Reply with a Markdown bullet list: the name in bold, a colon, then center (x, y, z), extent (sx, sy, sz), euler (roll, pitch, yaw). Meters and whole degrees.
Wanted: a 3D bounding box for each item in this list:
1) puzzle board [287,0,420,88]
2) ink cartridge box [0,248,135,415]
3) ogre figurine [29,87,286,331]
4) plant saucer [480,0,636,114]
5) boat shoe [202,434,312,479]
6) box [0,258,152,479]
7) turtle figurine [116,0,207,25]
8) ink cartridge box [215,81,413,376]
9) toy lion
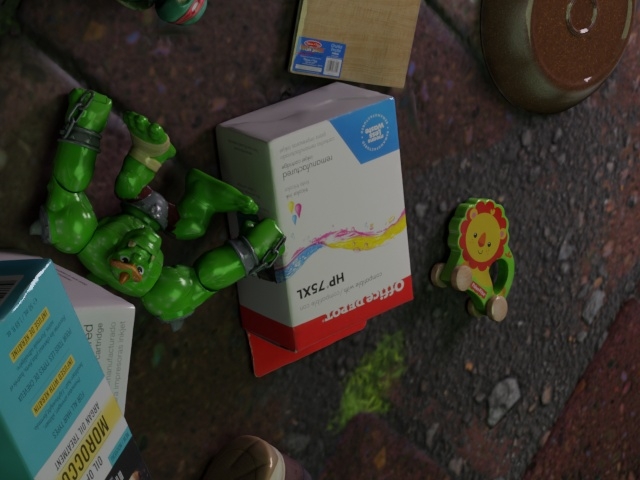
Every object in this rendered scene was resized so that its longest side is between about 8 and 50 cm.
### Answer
- **puzzle board**: center (0.029, -0.182, 1.397), extent (0.128, 0.011, 0.096), euler (3, 102, -40)
- **ink cartridge box**: center (-0.273, 0.107, 1.126), extent (0.233, 0.168, 0.171), euler (-2, 105, -39)
- **ogre figurine**: center (-0.129, -0.014, 1.257), extent (0.197, 0.097, 0.118), euler (40, 78, -38)
- **plant saucer**: center (0.231, -0.211, 1.539), extent (0.198, 0.036, 0.198), euler (-12, 111, -36)
- **boat shoe**: center (-0.083, 0.308, 1.393), extent (0.092, 0.103, 0.285), euler (28, 79, -36)
- **box**: center (-0.169, 0.138, 1.042), extent (0.100, 0.060, 0.244), euler (-59, 138, -47)
- **turtle figurine**: center (-0.132, -0.223, 1.168), extent (0.118, 0.175, 0.234), euler (-37, 120, 22)
- **ink cartridge box**: center (0.000, 0.000, 1.382), extent (0.134, 0.078, 0.231), euler (-23, 117, -33)
- **toy lion**: center (0.149, 0.013, 1.544), extent (0.100, 0.034, 0.096), euler (39, 70, -40)
